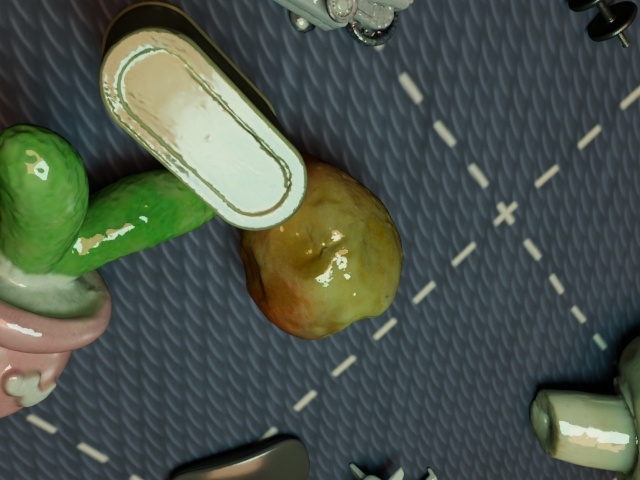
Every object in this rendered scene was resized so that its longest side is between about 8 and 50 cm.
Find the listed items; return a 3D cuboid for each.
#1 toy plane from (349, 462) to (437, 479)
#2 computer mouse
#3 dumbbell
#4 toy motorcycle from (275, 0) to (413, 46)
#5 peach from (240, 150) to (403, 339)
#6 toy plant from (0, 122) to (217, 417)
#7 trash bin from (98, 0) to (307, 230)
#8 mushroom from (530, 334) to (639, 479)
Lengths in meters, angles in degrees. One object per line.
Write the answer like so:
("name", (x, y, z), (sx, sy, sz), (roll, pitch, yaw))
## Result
("toy plane", (0.119, 0.498, 1.088), (0.245, 0.117, 0.244), (-12, 111, -32))
("computer mouse", (-0.128, 0.391, 0.997), (0.232, 0.057, 0.120), (-13, 115, -11))
("dumbbell", (0.383, -0.318, 0.838), (0.147, 0.069, 0.069), (39, 97, -27))
("toy motorcycle", (-0.002, -0.338, 0.703), (0.260, 0.110, 0.170), (18, 94, -28))
("peach", (0.000, 0.000, 0.796), (0.214, 0.214, 0.235), (-17, 105, -9))
("toy plant", (-0.313, 0.029, 0.722), (0.356, 0.211, 0.317), (-54, 154, 10))
("trash bin", (-0.129, -0.139, 0.667), (0.121, 0.247, 0.243), (-43, 118, 6))
("mushroom", (0.581, 0.336, 1.031), (0.353, 0.325, 0.353), (-9, 122, -14))
